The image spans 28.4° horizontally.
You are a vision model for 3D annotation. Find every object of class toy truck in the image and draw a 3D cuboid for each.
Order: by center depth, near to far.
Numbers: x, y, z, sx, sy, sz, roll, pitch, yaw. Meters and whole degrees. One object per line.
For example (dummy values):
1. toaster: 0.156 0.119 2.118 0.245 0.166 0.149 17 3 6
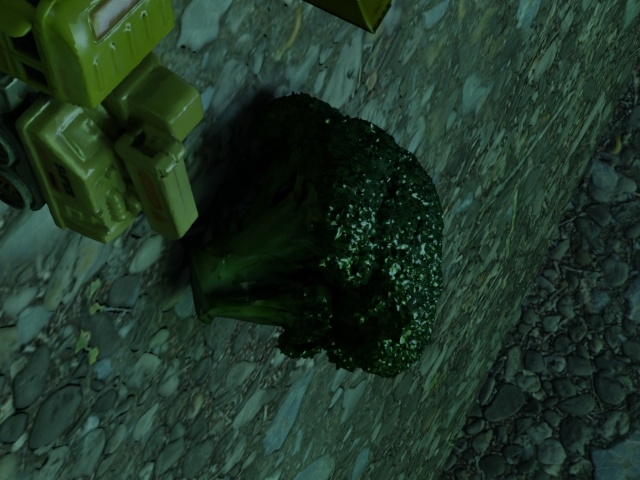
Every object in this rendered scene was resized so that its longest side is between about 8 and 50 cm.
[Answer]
1. toy truck: -0.156 -0.105 0.852 0.124 0.157 0.272 -52 159 -28

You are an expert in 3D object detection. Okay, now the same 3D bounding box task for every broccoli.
1. broccoli: 0.000 0.000 1.290 0.275 0.308 0.308 -16 144 -12

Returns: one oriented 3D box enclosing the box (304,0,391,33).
1. box: -0.039 -0.259 0.956 0.041 0.153 0.279 -60 161 -9
